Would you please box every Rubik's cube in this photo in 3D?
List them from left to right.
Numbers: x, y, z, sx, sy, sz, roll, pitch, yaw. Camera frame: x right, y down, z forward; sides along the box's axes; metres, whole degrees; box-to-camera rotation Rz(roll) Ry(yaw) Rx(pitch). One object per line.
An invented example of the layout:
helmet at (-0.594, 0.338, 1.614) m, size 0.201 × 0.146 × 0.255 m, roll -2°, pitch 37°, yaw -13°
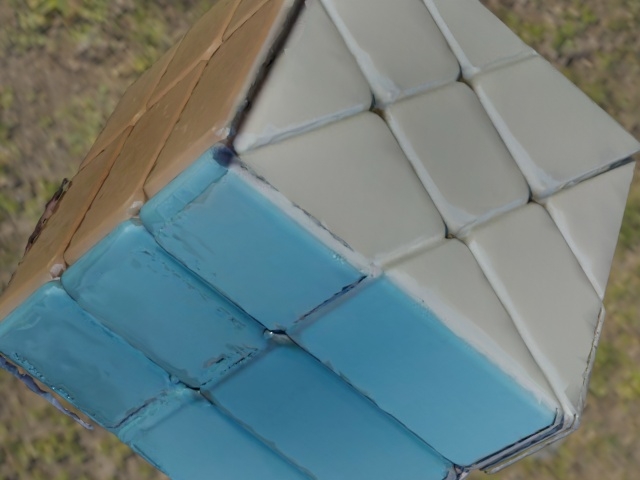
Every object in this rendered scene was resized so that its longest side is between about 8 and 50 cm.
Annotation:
Rubik's cube at (0.000, 0.000, 0.976) m, size 0.231 × 0.221 × 0.225 m, roll 39°, pitch 134°, yaw -16°
